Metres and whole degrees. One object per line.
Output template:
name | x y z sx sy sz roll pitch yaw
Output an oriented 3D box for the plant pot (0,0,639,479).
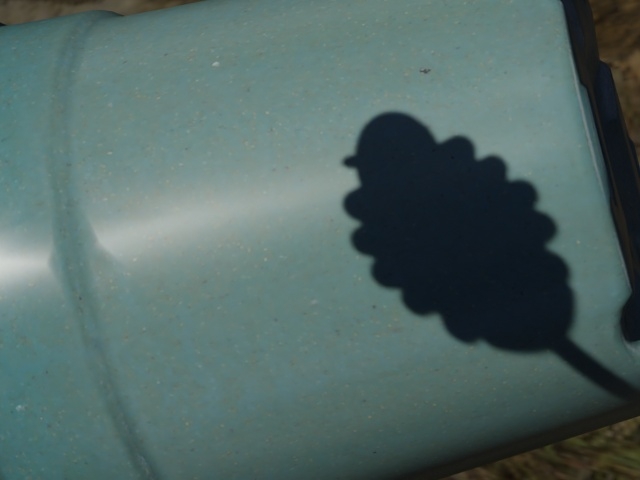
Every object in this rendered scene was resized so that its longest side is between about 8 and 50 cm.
plant pot | 0.000 0.000 0.949 0.334 0.341 0.341 -15 96 14
